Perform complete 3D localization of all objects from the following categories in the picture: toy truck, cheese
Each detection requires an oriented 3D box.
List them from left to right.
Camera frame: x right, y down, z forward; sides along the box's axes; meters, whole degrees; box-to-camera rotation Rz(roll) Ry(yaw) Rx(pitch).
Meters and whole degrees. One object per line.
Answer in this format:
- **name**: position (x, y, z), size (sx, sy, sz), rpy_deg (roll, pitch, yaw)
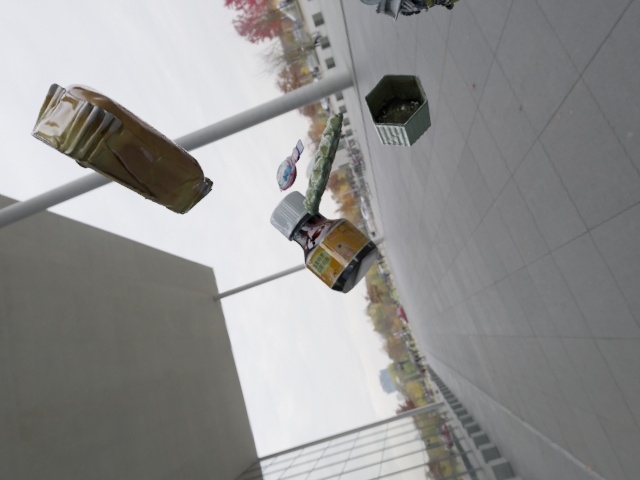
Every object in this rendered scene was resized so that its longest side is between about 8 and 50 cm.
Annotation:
- **cheese**: position (-0.129, -0.307, 1.727), size (0.244, 0.062, 0.155), rpy_deg (-58, 37, 36)
- **toy truck**: position (0.299, -0.700, 1.155), size (0.111, 0.285, 0.136), rpy_deg (61, 167, 18)

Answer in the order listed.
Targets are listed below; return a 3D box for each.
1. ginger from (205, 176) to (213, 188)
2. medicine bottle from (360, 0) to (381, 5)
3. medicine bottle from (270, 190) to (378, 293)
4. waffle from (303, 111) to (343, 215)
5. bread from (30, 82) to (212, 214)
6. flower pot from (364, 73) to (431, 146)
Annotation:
- **ginger**: position (-0.461, -0.192, 1.549), size (0.074, 0.137, 0.213), rpy_deg (59, -158, -3)
- **medicine bottle**: position (0.121, -0.634, 0.974), size (0.080, 0.080, 0.131), rpy_deg (50, -140, -71)
- **medicine bottle**: position (0.000, 0.000, 1.526), size (0.395, 0.243, 0.242), rpy_deg (37, 178, 15)
- **waffle**: position (0.011, -0.231, 1.239), size (0.292, 0.056, 0.310), rpy_deg (-73, 1, -72)
- **bread**: position (-0.288, -0.132, 0.630), size (0.136, 0.107, 0.241), rpy_deg (29, 176, 30)
- **flower pot**: position (0.301, -0.496, 1.588), size (0.189, 0.239, 0.210), rpy_deg (36, -115, -67)
